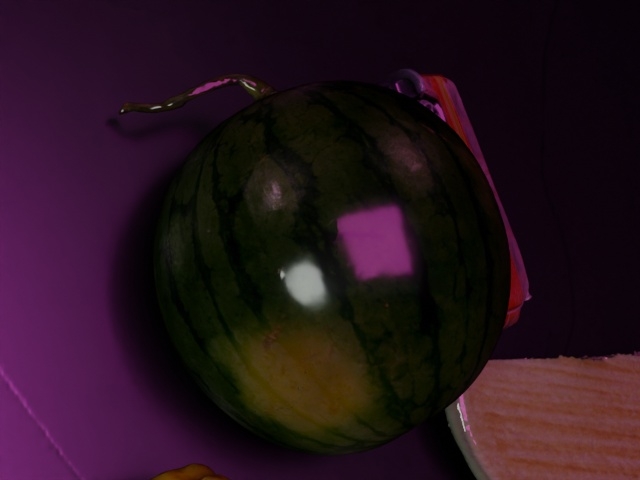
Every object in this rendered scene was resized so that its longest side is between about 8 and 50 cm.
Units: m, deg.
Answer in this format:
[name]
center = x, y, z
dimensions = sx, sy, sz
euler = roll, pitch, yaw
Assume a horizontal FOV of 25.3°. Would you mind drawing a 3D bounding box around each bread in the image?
[bread]
center = 0.156, 0.130, 0.927
dimensions = 0.193, 0.036, 0.112
euler = 1, 81, -32

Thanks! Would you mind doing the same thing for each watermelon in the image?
[watermelon]
center = 0.004, 0.007, 0.793
dimensions = 0.204, 0.127, 0.232
euler = -13, 88, 1

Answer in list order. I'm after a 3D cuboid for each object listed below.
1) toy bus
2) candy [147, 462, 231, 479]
[toy bus]
center = 0.073, -0.018, 0.895
dimensions = 0.077, 0.079, 0.174
euler = -16, 84, -55
[candy]
center = -0.123, 0.194, 0.724
dimensions = 0.199, 0.094, 0.106
euler = -19, 51, -26
